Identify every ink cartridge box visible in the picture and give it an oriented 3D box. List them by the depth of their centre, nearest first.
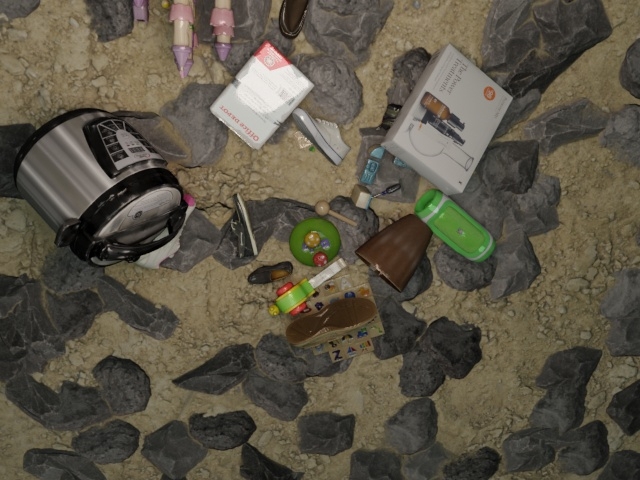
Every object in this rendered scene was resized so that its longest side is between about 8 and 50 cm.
[{"bbox_3d":[-0.184,-0.451,1.674,0.197,0.114,0.273,40,100,-17],"label":"ink cartridge box"}]

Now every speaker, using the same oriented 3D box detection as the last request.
[{"bbox_3d":[0.470,-0.049,1.871,0.297,0.131,0.131,37,102,-16],"label":"speaker"}]

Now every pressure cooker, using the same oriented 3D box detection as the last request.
[{"bbox_3d":[-0.610,-0.127,1.566,0.370,0.375,0.420,-42,81,-11],"label":"pressure cooker"}]

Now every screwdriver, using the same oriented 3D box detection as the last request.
[{"bbox_3d":[0.201,-0.155,1.868,0.170,0.024,0.025,-27,139,11],"label":"screwdriver"}]

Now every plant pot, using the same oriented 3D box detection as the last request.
[{"bbox_3d":[0.273,0.026,1.852,0.215,0.215,0.230,43,88,-17],"label":"plant pot"}]

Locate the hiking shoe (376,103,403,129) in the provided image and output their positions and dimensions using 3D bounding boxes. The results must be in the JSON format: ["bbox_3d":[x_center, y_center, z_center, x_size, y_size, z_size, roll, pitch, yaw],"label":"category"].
[{"bbox_3d":[0.302,-0.362,1.778,0.227,0.086,0.114,26,118,-7],"label":"hiking shoe"}]

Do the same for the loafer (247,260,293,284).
[{"bbox_3d":[-0.180,0.122,1.906,0.170,0.061,0.062,-21,111,3],"label":"loafer"}]

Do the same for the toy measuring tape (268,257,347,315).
[{"bbox_3d":[-0.052,0.172,1.901,0.330,0.121,0.121,-35,109,9],"label":"toy measuring tape"}]

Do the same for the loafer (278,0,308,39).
[{"bbox_3d":[-0.075,-0.719,1.608,0.080,0.078,0.220,12,108,-9],"label":"loafer"}]

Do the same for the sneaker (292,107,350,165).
[{"bbox_3d":[0.006,-0.350,1.722,0.091,0.094,0.258,-51,136,-4],"label":"sneaker"}]

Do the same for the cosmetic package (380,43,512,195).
[{"bbox_3d":[0.403,-0.377,1.690,0.284,0.097,0.377,34,78,-17],"label":"cosmetic package"}]

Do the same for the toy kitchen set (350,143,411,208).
[{"bbox_3d":[0.219,-0.201,1.795,0.166,0.122,0.207,17,107,-11],"label":"toy kitchen set"}]

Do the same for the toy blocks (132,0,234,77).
[{"bbox_3d":[-0.399,-0.590,1.513,0.309,0.288,0.260,2,104,-9],"label":"toy blocks"}]

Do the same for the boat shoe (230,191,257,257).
[{"bbox_3d":[-0.272,-0.049,1.826,0.079,0.084,0.233,-10,113,-2],"label":"boat shoe"}]

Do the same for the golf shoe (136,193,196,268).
[{"bbox_3d":[-0.519,-0.026,1.814,0.306,0.115,0.140,-43,133,7],"label":"golf shoe"}]

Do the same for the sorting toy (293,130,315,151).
[{"bbox_3d":[-0.049,-0.328,1.784,0.062,0.012,0.083,-23,107,-2],"label":"sorting toy"}]

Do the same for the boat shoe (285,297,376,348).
[{"bbox_3d":[0.045,0.305,1.965,0.341,0.121,0.110,-18,147,5],"label":"boat shoe"}]

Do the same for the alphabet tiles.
[{"bbox_3d":[0.077,0.298,2.019,0.285,0.011,0.342,-18,110,2],"label":"alphabet tiles"}]

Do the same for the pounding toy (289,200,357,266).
[{"bbox_3d":[0.000,0.000,1.854,0.183,0.110,0.237,33,104,-15],"label":"pounding toy"}]
